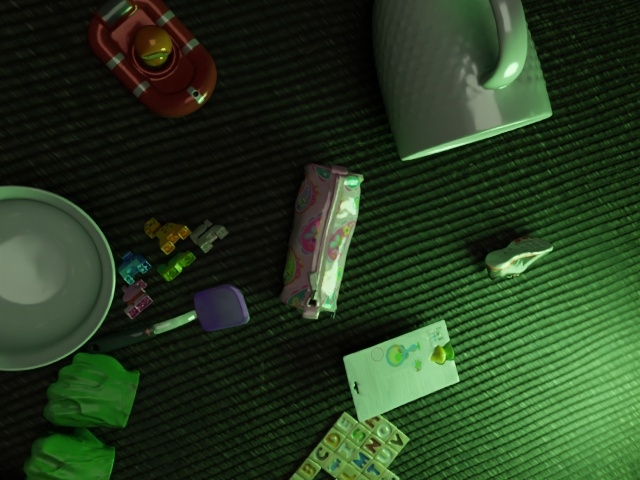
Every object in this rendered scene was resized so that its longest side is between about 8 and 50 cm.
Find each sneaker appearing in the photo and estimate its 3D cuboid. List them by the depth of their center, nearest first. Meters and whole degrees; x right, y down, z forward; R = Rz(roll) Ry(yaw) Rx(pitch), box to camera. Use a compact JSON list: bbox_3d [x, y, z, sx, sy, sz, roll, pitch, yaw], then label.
[{"bbox_3d":[0.419,0.041,1.280,0.158,0.061,0.064,-17,126,-11],"label":"sneaker"}]

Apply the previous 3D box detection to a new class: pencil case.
[{"bbox_3d":[0.000,0.000,1.127,0.124,0.124,0.283,12,91,-15],"label":"pencil case"}]

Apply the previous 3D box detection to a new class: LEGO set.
[{"bbox_3d":[-0.291,0.017,1.080,0.227,0.093,0.087,-42,135,-12],"label":"LEGO set"}]

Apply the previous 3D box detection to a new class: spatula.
[{"bbox_3d":[-0.284,0.155,1.115,0.297,0.030,0.084,-16,98,-12],"label":"spatula"}]

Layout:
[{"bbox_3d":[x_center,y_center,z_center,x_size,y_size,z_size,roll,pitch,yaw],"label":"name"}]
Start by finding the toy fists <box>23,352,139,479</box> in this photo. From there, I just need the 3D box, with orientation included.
[{"bbox_3d":[-0.429,0.335,1.064,0.142,0.096,0.278,18,90,-23],"label":"toy fists"}]

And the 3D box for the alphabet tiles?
[{"bbox_3d":[0.070,0.472,1.247,0.198,0.009,0.237,41,85,-14],"label":"alphabet tiles"}]

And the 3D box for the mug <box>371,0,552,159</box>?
[{"bbox_3d":[0.237,-0.338,1.027,0.277,0.374,0.327,-17,93,-7],"label":"mug"}]

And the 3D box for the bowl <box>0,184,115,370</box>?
[{"bbox_3d":[-0.493,0.056,0.999,0.298,0.134,0.297,-1,95,-14],"label":"bowl"}]

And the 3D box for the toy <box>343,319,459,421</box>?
[{"bbox_3d":[0.160,0.259,1.226,0.238,0.056,0.136,-16,95,-17],"label":"toy"}]

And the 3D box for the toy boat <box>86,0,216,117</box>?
[{"bbox_3d":[-0.278,-0.316,1.009,0.151,0.151,0.231,-45,104,-6],"label":"toy boat"}]
